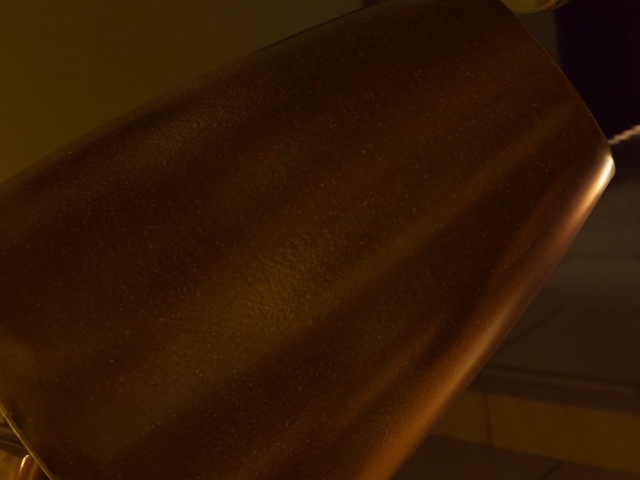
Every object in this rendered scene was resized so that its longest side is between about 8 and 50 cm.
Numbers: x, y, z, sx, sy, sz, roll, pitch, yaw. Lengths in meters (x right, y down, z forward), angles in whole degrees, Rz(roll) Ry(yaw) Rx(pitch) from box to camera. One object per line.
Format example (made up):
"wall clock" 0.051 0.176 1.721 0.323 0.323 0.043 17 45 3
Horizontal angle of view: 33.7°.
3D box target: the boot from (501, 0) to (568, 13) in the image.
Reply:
"boot" 0.037 -0.196 0.712 0.161 0.083 0.246 -28 45 -36

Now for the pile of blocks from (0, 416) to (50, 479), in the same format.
"pile of blocks" -0.222 0.145 0.738 0.149 0.113 0.362 27 10 41

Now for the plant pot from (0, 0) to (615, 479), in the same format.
"plant pot" 0.000 0.000 0.454 0.230 0.215 0.215 -39 13 4
